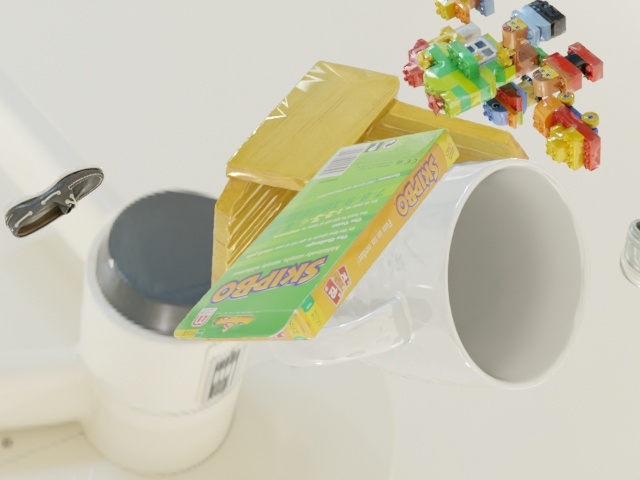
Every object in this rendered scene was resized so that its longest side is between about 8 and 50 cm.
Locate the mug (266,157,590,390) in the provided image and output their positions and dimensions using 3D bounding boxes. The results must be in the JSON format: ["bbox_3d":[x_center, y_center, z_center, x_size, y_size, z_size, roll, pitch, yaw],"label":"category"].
[{"bbox_3d":[0.096,0.061,1.403,0.374,0.328,0.276,-28,-73,-38],"label":"mug"}]

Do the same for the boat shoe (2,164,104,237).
[{"bbox_3d":[-0.300,-0.044,1.273,0.125,0.046,0.038,-27,-122,-13],"label":"boat shoe"}]

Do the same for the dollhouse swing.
[{"bbox_3d":[0.065,-0.014,1.531,0.305,0.347,0.315,30,-124,13],"label":"dollhouse swing"}]

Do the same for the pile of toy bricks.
[{"bbox_3d":[0.127,-0.131,0.889,0.105,0.118,0.212,-27,-133,-11],"label":"pile of toy bricks"}]

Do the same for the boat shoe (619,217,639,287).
[{"bbox_3d":[0.610,0.037,1.651,0.320,0.103,0.118,14,-124,16],"label":"boat shoe"}]

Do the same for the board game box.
[{"bbox_3d":[0.000,0.000,0.892,0.259,0.124,0.039,-47,-62,-38],"label":"board game box"}]
